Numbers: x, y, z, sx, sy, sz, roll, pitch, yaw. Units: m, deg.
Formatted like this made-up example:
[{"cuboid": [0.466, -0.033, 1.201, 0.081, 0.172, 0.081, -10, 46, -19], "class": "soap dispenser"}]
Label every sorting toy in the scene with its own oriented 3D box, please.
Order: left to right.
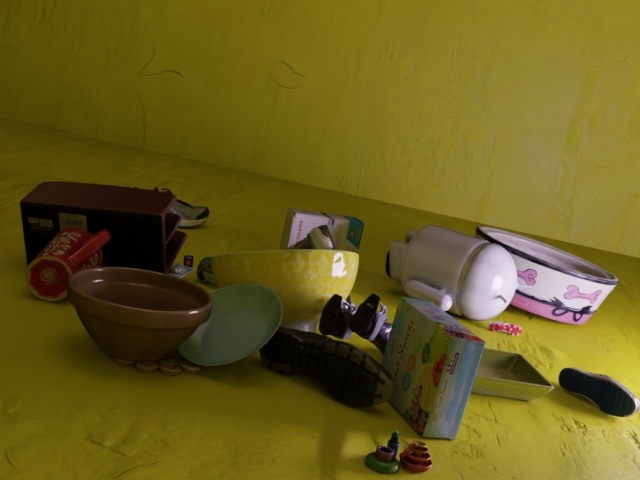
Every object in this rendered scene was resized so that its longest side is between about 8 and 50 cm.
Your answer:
[{"cuboid": [0.113, 0.304, 1.252, 0.102, 0.042, 0.061, 7, 12, -22], "class": "sorting toy"}]

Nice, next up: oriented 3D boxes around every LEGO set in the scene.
[{"cuboid": [-0.383, 0.077, 1.893, 0.183, 0.060, 0.244, 16, 24, 20], "class": "LEGO set"}]

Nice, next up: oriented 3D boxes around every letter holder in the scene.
[{"cuboid": [-0.456, -0.046, 1.878, 0.302, 0.151, 0.214, 6, 28, 5], "class": "letter holder"}]

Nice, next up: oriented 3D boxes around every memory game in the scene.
[{"cuboid": [-0.277, 0.190, 1.484, 0.186, 0.012, 0.186, 12, 11, -2], "class": "memory game"}]

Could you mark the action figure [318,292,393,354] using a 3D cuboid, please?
[{"cuboid": [0.119, 0.172, 1.653, 0.185, 0.099, 0.285, 15, -9, 33], "class": "action figure"}]

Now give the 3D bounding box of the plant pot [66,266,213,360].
[{"cuboid": [-0.306, 0.128, 1.444, 0.238, 0.109, 0.237, 12, 12, -3], "class": "plant pot"}]

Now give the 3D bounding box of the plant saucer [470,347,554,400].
[{"cuboid": [0.332, 0.259, 1.694, 0.189, 0.045, 0.188, 10, 11, -10], "class": "plant saucer"}]

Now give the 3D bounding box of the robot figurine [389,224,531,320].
[{"cuboid": [0.343, 0.081, 2.187, 0.354, 0.199, 0.300, 20, 41, 35], "class": "robot figurine"}]

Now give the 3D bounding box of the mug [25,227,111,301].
[{"cuboid": [-0.498, 0.035, 1.700, 0.113, 0.150, 0.169, 27, 15, -5], "class": "mug"}]

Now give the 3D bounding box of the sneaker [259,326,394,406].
[{"cuboid": [0.023, 0.205, 1.502, 0.267, 0.101, 0.106, 20, 11, 33], "class": "sneaker"}]

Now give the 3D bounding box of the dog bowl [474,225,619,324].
[{"cuboid": [0.601, 0.099, 2.408, 0.408, 0.150, 0.408, 19, 10, -4], "class": "dog bowl"}]

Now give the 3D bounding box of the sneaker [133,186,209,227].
[{"cuboid": [-0.434, -0.097, 2.504, 0.272, 0.107, 0.100, 3, 12, -42], "class": "sneaker"}]

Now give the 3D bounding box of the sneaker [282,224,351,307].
[{"cuboid": [-0.037, 0.092, 2.032, 0.182, 0.158, 0.410, -19, 14, 3], "class": "sneaker"}]

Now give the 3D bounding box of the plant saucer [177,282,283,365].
[{"cuboid": [-0.154, 0.153, 1.500, 0.195, 0.037, 0.195, -12, 37, 9], "class": "plant saucer"}]

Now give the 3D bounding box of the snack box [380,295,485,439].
[{"cuboid": [0.177, 0.208, 1.453, 0.070, 0.174, 0.207, 11, 10, -20], "class": "snack box"}]

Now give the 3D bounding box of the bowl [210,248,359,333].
[{"cuboid": [-0.068, 0.106, 1.674, 0.290, 0.155, 0.289, -1, -6, 0], "class": "bowl"}]

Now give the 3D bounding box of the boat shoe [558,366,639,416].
[{"cuboid": [0.560, 0.293, 1.711, 0.066, 0.066, 0.183, 6, 13, -34], "class": "boat shoe"}]

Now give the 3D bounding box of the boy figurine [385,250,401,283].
[{"cuboid": [0.330, 0.059, 2.445, 0.285, 0.092, 0.177, -11, 25, -28], "class": "boy figurine"}]

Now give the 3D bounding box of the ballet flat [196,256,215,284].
[{"cuboid": [-0.197, 0.091, 1.971, 0.189, 0.070, 0.070, 13, 11, 17], "class": "ballet flat"}]

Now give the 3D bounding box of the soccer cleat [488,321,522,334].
[{"cuboid": [0.447, 0.210, 2.101, 0.083, 0.029, 0.035, 7, 16, -3], "class": "soccer cleat"}]

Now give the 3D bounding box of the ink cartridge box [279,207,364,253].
[{"cuboid": [0.000, 0.000, 2.361, 0.203, 0.148, 0.086, 9, 13, -19], "class": "ink cartridge box"}]
